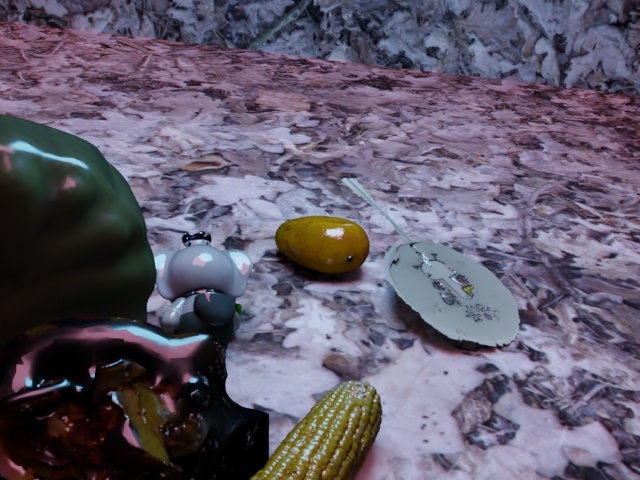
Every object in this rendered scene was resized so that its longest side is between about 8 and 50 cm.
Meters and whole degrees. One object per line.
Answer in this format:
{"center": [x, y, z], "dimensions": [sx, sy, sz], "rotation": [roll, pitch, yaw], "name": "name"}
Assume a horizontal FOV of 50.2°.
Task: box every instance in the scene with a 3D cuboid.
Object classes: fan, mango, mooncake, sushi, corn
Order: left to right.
{"center": [-0.353, 0.039, 0.745], "dimensions": [0.352, 0.351, 0.187], "rotation": [-9, 27, -25], "name": "mooncake"}
{"center": [-0.200, 0.179, 0.645], "dimensions": [0.227, 0.212, 0.215], "rotation": [16, 29, 24], "name": "sushi"}
{"center": [-0.022, 0.247, 0.678], "dimensions": [0.097, 0.096, 0.320], "rotation": [18, 29, 21], "name": "corn"}
{"center": [0.000, 0.003, 1.124], "dimensions": [0.165, 0.089, 0.115], "rotation": [10, 23, 11], "name": "mango"}
{"center": [0.161, 0.022, 1.108], "dimensions": [0.233, 0.012, 0.414], "rotation": [-4, 42, -39], "name": "fan"}

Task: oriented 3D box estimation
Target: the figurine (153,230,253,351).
{"center": [-0.162, 0.073, 0.924], "dimensions": [0.147, 0.126, 0.192], "rotation": [6, 59, -23], "name": "figurine"}
